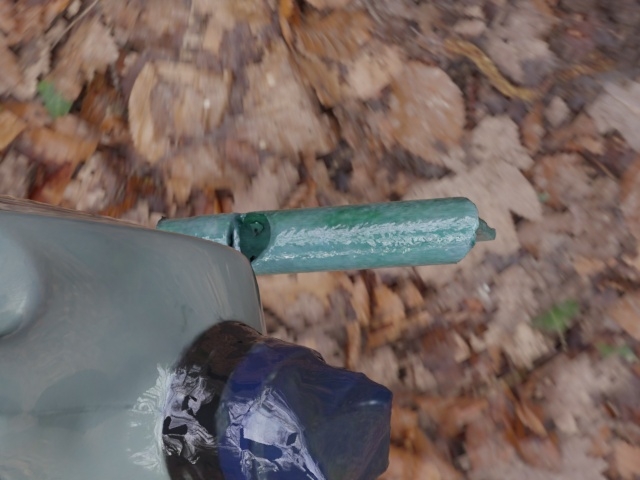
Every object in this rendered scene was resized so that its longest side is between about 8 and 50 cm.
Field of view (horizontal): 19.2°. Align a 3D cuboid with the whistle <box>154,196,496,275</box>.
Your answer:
[{"bbox_3d":[0.000,0.000,1.017,0.186,0.039,0.039,-3,103,20],"label":"whistle"}]

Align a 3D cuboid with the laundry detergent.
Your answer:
[{"bbox_3d":[-0.116,0.036,0.587,0.280,0.215,0.105,13,93,31],"label":"laundry detergent"}]
